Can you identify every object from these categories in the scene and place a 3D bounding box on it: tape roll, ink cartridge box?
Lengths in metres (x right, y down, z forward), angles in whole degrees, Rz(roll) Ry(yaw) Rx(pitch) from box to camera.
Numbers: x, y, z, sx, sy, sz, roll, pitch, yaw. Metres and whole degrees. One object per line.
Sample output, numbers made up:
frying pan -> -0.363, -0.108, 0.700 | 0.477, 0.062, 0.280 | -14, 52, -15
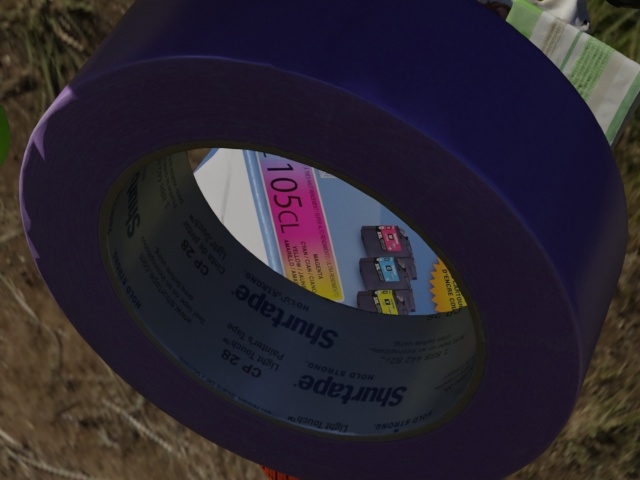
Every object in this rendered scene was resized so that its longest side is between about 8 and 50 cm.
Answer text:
tape roll -> 0.000, 0.000, 0.684 | 0.275, 0.275, 0.090 | 23, 50, 6
ink cartridge box -> 0.087, 0.027, 1.456 | 0.395, 0.151, 0.270 | 0, 67, -32

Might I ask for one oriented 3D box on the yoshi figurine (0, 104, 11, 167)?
yoshi figurine -> -0.405, -0.070, 1.339 | 0.203, 0.203, 0.362 | 48, 30, -15

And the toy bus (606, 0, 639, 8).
toy bus -> 0.203, -0.288, 1.031 | 0.220, 0.211, 0.149 | 17, 25, 16

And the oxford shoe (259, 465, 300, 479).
oxford shoe -> -0.008, 0.262, 1.801 | 0.098, 0.097, 0.271 | -22, 43, -30

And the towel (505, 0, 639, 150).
towel -> 0.230, -0.150, 1.377 | 0.152, 0.113, 0.023 | 34, 30, 16

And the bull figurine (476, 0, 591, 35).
bull figurine -> 0.176, -0.236, 1.759 | 0.310, 0.101, 0.188 | -34, 108, 14
